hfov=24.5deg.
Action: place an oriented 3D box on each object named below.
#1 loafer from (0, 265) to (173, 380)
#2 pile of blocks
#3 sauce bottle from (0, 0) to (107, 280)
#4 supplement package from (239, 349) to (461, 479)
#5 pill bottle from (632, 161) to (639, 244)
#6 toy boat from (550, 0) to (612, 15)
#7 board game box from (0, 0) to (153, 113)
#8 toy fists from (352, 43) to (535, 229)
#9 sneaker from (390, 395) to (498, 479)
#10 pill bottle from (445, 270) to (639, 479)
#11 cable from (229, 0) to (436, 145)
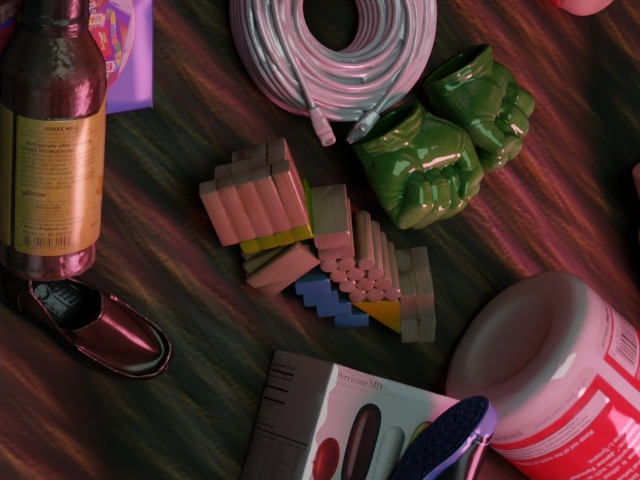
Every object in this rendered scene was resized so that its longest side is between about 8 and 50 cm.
[{"bbox_3d":[-0.250,0.091,1.599,0.220,0.078,0.080,31,77,-25],"label":"loafer"},{"bbox_3d":[0.000,0.000,1.732,0.362,0.149,0.112,40,30,-32],"label":"pile of blocks"},{"bbox_3d":[-0.267,-0.129,1.473,0.111,0.111,0.344,-7,123,-28],"label":"sauce bottle"},{"bbox_3d":[0.033,0.253,1.713,0.194,0.149,0.203,18,84,-27],"label":"supplement package"},{"bbox_3d":[0.528,0.032,1.955,0.176,0.176,0.318,-28,104,-25],"label":"pill bottle"},{"bbox_3d":[0.350,-0.407,1.892,0.151,0.151,0.231,32,74,6],"label":"toy boat"},{"bbox_3d":[-0.290,-0.288,1.489,0.233,0.078,0.347,-13,124,-28],"label":"board game box"},{"bbox_3d":[0.162,-0.121,1.783,0.279,0.096,0.142,-43,111,-37],"label":"toy fists"},{"bbox_3d":[0.132,0.284,1.641,0.090,0.081,0.232,44,79,-26],"label":"sneaker"},{"bbox_3d":[0.368,0.241,1.846,0.408,0.229,0.229,41,73,-23],"label":"pill bottle"},{"bbox_3d":[0.019,-0.267,1.730,0.257,0.089,0.257,-42,108,-22],"label":"cable"}]
